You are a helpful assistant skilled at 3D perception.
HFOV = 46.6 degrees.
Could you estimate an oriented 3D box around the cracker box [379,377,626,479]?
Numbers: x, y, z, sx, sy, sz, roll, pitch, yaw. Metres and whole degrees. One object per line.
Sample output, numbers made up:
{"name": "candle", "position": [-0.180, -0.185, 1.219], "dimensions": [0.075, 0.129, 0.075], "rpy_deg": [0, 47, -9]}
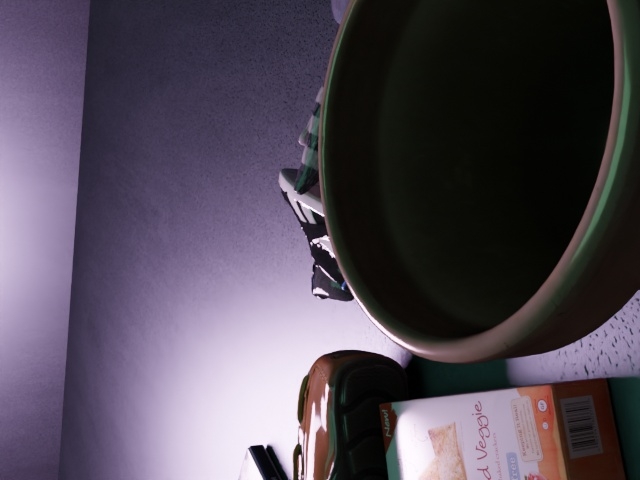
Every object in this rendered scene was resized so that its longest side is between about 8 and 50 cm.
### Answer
{"name": "cracker box", "position": [0.147, 0.208, 0.636], "dimensions": [0.232, 0.067, 0.155], "rpy_deg": [-28, 65, 57]}

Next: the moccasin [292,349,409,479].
{"name": "moccasin", "position": [0.023, 0.307, 0.781], "dimensions": [0.147, 0.139, 0.379], "rpy_deg": [159, 106, -65]}

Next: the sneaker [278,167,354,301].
{"name": "sneaker", "position": [0.000, 0.000, 0.878], "dimensions": [0.217, 0.079, 0.121], "rpy_deg": [41, 123, 51]}

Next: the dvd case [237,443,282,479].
{"name": "dvd case", "position": [-0.068, 0.436, 1.041], "dimensions": [0.238, 0.030, 0.179], "rpy_deg": [52, 133, 48]}

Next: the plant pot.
{"name": "plant pot", "position": [0.157, -0.065, 0.460], "dimensions": [0.263, 0.229, 0.262], "rpy_deg": [1, 91, 60]}

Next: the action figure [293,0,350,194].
{"name": "action figure", "position": [0.081, -0.186, 0.657], "dimensions": [0.341, 0.179, 0.330], "rpy_deg": [-133, 42, -53]}
